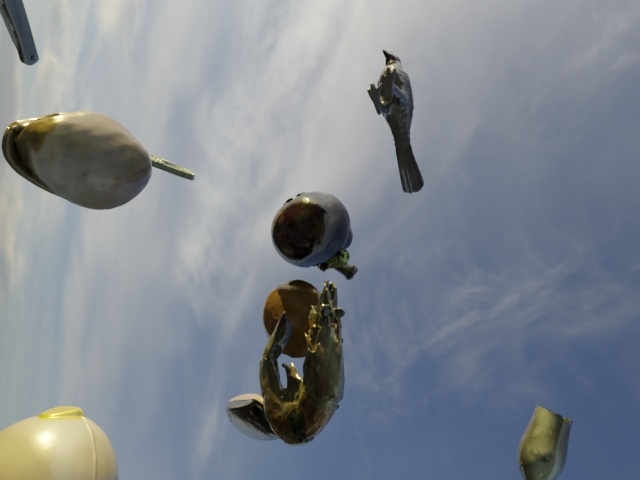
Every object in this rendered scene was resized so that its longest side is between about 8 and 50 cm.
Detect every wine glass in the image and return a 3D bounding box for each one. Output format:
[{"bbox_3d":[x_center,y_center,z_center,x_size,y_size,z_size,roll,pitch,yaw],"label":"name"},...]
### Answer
[{"bbox_3d":[0.482,0.483,1.058,0.103,0.103,0.222,10,-105,52],"label":"wine glass"}]

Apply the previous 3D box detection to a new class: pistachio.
[{"bbox_3d":[-0.478,-0.161,0.978,0.166,0.287,0.198,1,-88,37],"label":"pistachio"}]

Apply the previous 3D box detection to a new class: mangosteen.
[{"bbox_3d":[0.000,0.000,1.335,0.289,0.231,0.231,51,-43,-6],"label":"mangosteen"}]

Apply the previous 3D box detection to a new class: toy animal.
[{"bbox_3d":[0.166,-0.304,1.076,0.081,0.205,0.368,-12,-102,21],"label":"toy animal"}]

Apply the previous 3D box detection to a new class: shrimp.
[{"bbox_3d":[-0.040,0.255,1.039,0.246,0.085,0.361,16,-89,43],"label":"shrimp"}]

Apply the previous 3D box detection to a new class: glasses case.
[{"bbox_3d":[-0.176,0.469,1.280,0.122,0.075,0.314,48,-32,-3],"label":"glasses case"}]

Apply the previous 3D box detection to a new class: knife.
[{"bbox_3d":[-0.883,-0.624,1.404,0.266,0.040,0.073,114,-1,-57],"label":"knife"}]

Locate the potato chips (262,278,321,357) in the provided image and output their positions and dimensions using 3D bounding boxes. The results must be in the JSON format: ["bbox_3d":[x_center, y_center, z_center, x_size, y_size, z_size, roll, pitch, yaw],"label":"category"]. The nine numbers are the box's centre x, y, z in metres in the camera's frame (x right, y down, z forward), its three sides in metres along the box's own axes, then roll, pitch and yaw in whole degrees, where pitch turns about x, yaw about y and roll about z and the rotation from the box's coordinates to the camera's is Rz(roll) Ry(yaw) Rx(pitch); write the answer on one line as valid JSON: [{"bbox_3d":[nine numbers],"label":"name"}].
[{"bbox_3d":[-0.078,0.192,1.219,0.195,0.062,0.208,-19,-120,22],"label":"potato chips"}]

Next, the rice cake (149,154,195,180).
[{"bbox_3d":[-0.502,-0.244,1.616,0.033,0.170,0.029,-53,-157,42],"label":"rice cake"}]

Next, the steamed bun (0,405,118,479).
[{"bbox_3d":[-0.609,0.547,1.021,0.373,0.334,0.334,-40,-126,12],"label":"steamed bun"}]
